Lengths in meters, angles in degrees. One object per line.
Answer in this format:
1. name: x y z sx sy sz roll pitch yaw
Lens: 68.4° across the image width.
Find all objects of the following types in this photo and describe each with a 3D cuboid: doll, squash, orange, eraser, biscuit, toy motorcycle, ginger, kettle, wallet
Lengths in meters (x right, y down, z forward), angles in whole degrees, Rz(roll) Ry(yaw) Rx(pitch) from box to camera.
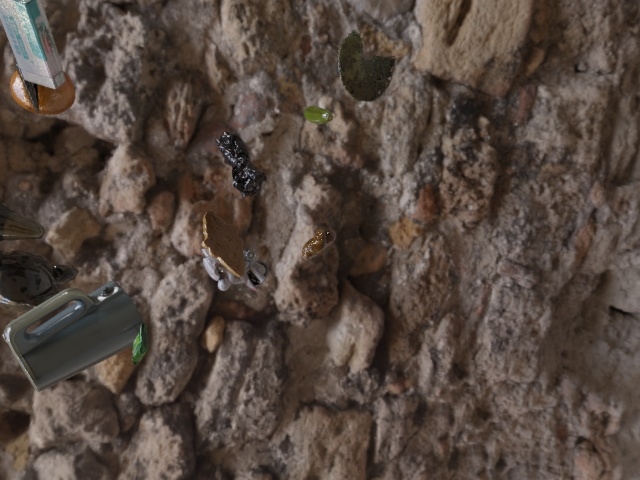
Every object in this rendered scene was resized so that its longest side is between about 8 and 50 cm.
1. doll: -1.011 0.080 1.534 0.252 0.382 0.379 -95 28 -42
2. squash: -0.005 -0.482 1.809 0.201 0.066 0.066 35 115 58
3. orange: -1.060 -0.586 1.802 0.224 0.224 0.170 -99 29 -49
4. eraser: -0.705 -0.489 1.146 0.225 0.095 0.052 102 -174 -50
5. biscuit: -0.291 0.170 0.759 0.089 0.016 0.046 -45 46 49
6. toy motorcycle: -0.318 0.102 1.686 0.110 0.260 0.171 -15 47 65
7. ginger: 0.000 0.000 1.774 0.162 0.073 0.103 -37 -6 -32
8. kettle: -0.531 0.196 1.024 0.160 0.243 0.211 34 137 27
9. wallet: -0.879 -0.508 1.405 0.245 0.052 0.169 59 152 35
10. biscuit: -0.321 0.013 1.574 0.035 0.162 0.250 -37 79 45

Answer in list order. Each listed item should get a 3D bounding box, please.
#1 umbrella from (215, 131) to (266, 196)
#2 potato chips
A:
1. umbrella: -0.272 -0.264 1.574 0.272 0.122 0.110 58 133 31
2. potato chips: 0.145 -0.568 1.543 0.202 0.220 0.029 -53 28 1
